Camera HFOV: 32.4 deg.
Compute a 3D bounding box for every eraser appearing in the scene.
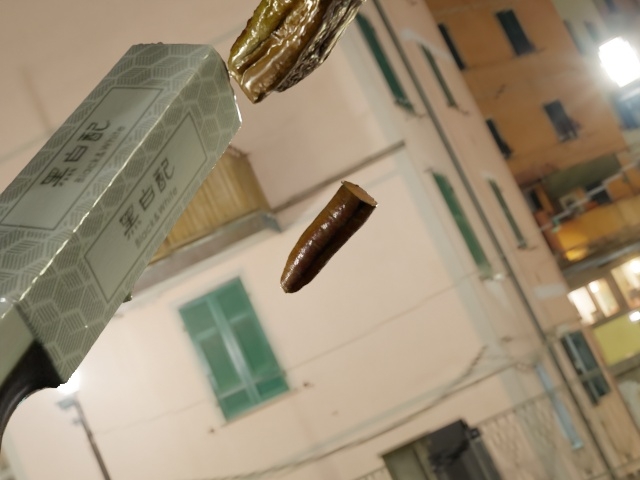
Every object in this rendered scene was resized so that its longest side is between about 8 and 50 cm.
[{"bbox_3d":[-0.195,-0.009,0.869,0.098,0.096,0.404,5,44,25],"label":"eraser"}]

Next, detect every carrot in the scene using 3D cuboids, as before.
[{"bbox_3d":[0.000,0.000,1.168,0.139,0.048,0.048,-50,-17,13],"label":"carrot"}]

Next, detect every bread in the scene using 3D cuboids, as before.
[{"bbox_3d":[0.003,-0.244,1.055,0.139,0.077,0.271,-37,-8,-35],"label":"bread"}]

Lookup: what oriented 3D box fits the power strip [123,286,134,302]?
[{"bbox_3d":[-0.312,0.050,1.285,0.192,0.035,0.081,6,-6,-18],"label":"power strip"}]
